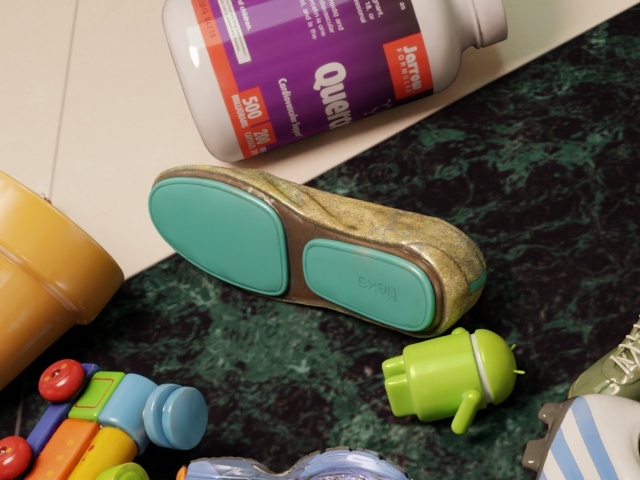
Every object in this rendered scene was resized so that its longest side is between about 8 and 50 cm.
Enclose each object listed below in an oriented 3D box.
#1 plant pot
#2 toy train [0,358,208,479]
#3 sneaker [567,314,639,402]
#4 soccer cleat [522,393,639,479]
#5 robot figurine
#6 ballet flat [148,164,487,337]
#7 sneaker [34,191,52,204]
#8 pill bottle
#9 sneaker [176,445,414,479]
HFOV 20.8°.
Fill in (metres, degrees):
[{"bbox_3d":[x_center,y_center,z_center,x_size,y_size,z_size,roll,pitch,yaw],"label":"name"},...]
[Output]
[{"bbox_3d":[-0.317,0.050,1.597,0.205,0.205,0.188,24,73,36],"label":"plant pot"},{"bbox_3d":[-0.200,0.210,1.419,0.143,0.105,0.248,-3,42,39],"label":"toy train"},{"bbox_3d":[0.278,0.074,1.430,0.192,0.086,0.064,-31,44,-13],"label":"sneaker"},{"bbox_3d":[0.197,0.242,1.263,0.143,0.116,0.331,5,47,24],"label":"soccer cleat"},{"bbox_3d":[0.112,0.113,1.462,0.115,0.067,0.101,-14,31,4],"label":"robot figurine"},{"bbox_3d":[0.000,0.000,1.599,0.349,0.123,0.123,18,54,34],"label":"ballet flat"},{"bbox_3d":[-0.311,-0.035,1.775,0.070,0.051,0.134,-25,46,-9],"label":"sneaker"},{"bbox_3d":[0.015,-0.207,1.742,0.323,0.181,0.181,-19,43,0],"label":"pill bottle"},{"bbox_3d":[-0.016,0.224,1.395,0.221,0.083,0.087,-8,52,23],"label":"sneaker"}]
